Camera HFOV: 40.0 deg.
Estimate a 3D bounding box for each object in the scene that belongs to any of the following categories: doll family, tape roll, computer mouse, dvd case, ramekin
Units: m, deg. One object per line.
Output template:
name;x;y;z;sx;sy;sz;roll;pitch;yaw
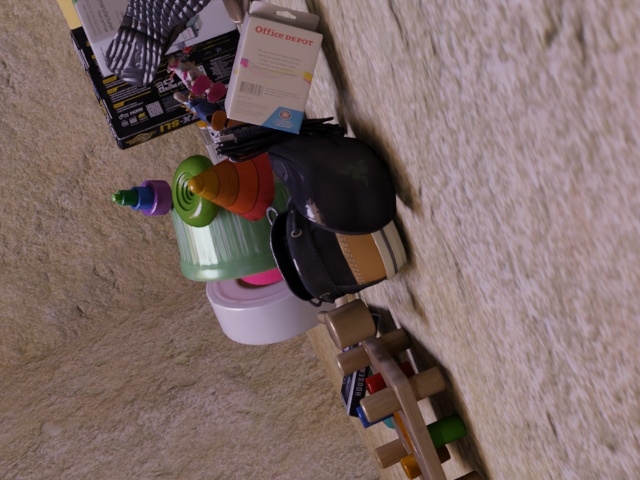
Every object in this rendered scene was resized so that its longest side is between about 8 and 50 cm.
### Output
doll family;-0.160;-0.210;1.491;0.263;0.118;0.163;22;-169;-30
tape roll;-0.098;0.097;1.897;0.286;0.286;0.100;-126;13;-61
computer mouse;-0.002;-0.100;1.088;0.272;0.188;0.072;47;141;47
dvd case;0.070;0.213;1.599;0.239;0.030;0.179;154;126;-87
ramekin;-0.140;-0.048;1.684;0.303;0.303;0.148;-134;28;-72

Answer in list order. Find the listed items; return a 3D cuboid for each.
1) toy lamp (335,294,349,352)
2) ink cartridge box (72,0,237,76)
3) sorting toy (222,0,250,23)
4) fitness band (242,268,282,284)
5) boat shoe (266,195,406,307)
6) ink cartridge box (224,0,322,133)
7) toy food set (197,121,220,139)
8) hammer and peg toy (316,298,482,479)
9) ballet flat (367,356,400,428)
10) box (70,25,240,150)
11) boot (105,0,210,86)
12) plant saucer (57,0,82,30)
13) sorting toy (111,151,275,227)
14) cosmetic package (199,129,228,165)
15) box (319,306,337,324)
toy lamp;0.043;0.121;1.755;0.080;0.080;0.274;-122;9;-50
ink cartridge box;-0.335;-0.481;1.729;0.121;0.289;0.211;91;154;-68
sorting toy;-0.132;-0.430;1.402;0.307;0.041;0.229;66;169;-2
fitness band;-0.104;-0.007;1.883;0.291;0.209;0.054;-123;10;-56
boat shoe;0.000;0.000;1.346;0.186;0.156;0.500;65;175;-6
ink cartridge box;-0.058;-0.219;1.089;0.090;0.092;0.143;-113;37;-69
toy food set;-0.174;-0.239;1.982;0.232;0.111;0.104;20;143;35
hammer and peg toy;0.115;0.228;1.350;0.266;0.127;0.361;-131;19;-75
ballet flat;0.126;0.271;1.686;0.079;0.077;0.221;-92;-12;-47
box;-0.315;-0.363;1.817;0.257;0.322;0.079;64;167;9
boot;-0.230;-0.421;1.395;0.118;0.338;0.222;33;-135;-19
plant saucer;-0.360;-0.457;1.940;0.081;0.333;0.332;15;131;60
sorting toy;-0.236;-0.083;1.473;0.366;0.126;0.127;-3;90;47
cosmetic package;-0.175;-0.155;2.196;0.129;0.153;0.296;-123;12;-62
box;-0.080;0.118;2.313;0.345;0.168;0.215;-179;65;-82
